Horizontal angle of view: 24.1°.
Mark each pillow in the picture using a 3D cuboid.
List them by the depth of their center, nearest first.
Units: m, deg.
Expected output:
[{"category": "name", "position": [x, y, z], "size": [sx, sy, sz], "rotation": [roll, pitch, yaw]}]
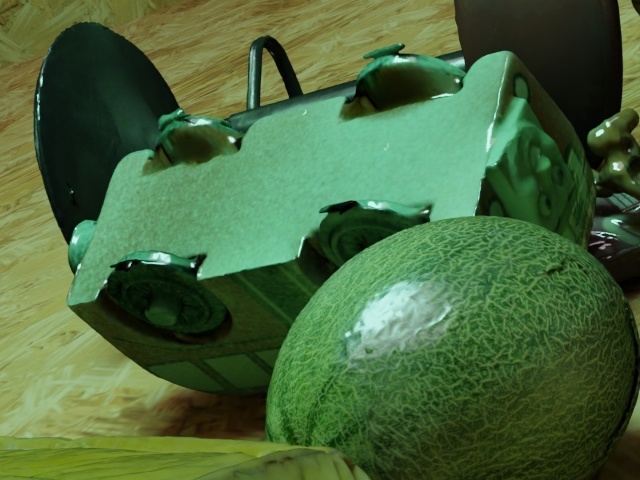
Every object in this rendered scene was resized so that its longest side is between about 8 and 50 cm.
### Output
[{"category": "pillow", "position": [0.209, -0.019, 0.874], "size": [0.185, 0.043, 0.118], "rotation": [-19, 21, 0]}]

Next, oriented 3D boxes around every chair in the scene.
[{"category": "chair", "position": [0.031, -0.093, 1.020], "size": [0.401, 0.226, 0.226], "rotation": [-14, 19, 24]}]

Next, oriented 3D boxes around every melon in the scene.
[{"category": "melon", "position": [0.062, 0.059, 0.651], "size": [0.192, 0.139, 0.139], "rotation": [-25, 15, -37]}]

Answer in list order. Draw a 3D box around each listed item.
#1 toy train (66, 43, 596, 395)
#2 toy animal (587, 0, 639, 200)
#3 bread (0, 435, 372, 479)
[{"category": "toy train", "position": [0.000, 0.000, 0.843], "size": [0.326, 0.159, 0.129], "rotation": [-12, 47, 36]}, {"category": "toy animal", "position": [0.216, -0.064, 0.705], "size": [0.097, 0.157, 0.312], "rotation": [-27, -23, -13]}, {"category": "bread", "position": [-0.101, 0.138, 0.597], "size": [0.288, 0.119, 0.152], "rotation": [-6, 2, 41]}]
